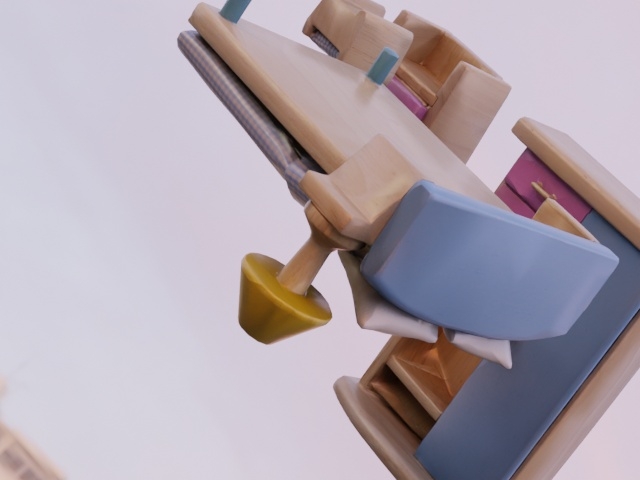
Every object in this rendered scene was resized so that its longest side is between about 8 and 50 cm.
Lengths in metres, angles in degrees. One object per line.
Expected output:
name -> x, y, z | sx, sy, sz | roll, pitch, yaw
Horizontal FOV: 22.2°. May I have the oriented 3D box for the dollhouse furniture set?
dollhouse furniture set -> 0.000, 0.000, 0.836 | 0.303, 0.198, 0.286 | 16, 24, -47
